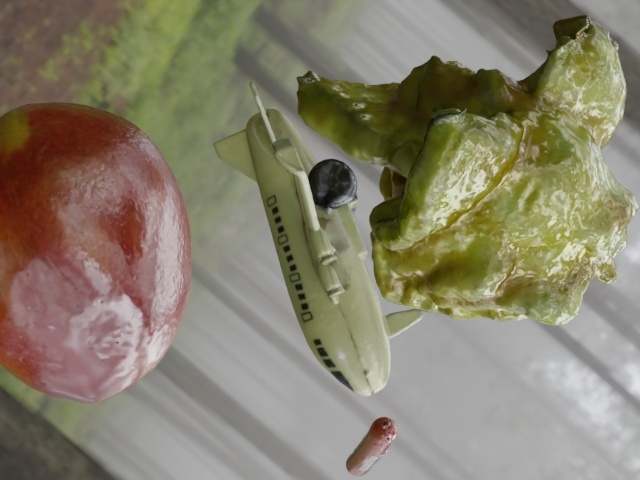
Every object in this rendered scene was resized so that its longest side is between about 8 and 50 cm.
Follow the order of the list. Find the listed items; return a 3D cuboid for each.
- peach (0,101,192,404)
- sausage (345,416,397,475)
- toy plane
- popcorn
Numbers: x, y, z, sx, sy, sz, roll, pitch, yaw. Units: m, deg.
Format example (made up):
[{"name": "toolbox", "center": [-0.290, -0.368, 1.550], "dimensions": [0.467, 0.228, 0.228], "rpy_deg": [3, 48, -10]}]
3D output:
[{"name": "peach", "center": [-0.281, 0.017, 1.660], "dimensions": [0.308, 0.332, 0.308], "rpy_deg": [-16, 174, -2]}, {"name": "sausage", "center": [0.058, 0.242, 1.738], "dimensions": [0.034, 0.034, 0.253], "rpy_deg": [-49, 174, -20]}, {"name": "toy plane", "center": [0.000, 0.000, 1.145], "dimensions": [0.092, 0.244, 0.229], "rpy_deg": [-28, 172, -5]}, {"name": "popcorn", "center": [0.151, -0.052, 1.471], "dimensions": [0.321, 0.290, 0.326], "rpy_deg": [-9, 179, 6]}]
